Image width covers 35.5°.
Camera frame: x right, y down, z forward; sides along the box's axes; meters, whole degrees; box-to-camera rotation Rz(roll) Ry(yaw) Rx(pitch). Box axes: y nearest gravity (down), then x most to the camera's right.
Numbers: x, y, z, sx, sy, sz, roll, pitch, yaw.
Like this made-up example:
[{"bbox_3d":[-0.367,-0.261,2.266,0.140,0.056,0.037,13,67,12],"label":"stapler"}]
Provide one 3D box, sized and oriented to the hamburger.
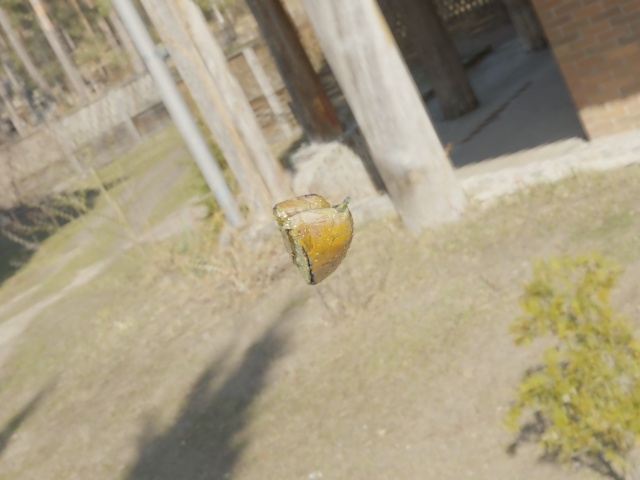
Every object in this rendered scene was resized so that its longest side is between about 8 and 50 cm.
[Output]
[{"bbox_3d":[0.005,-0.004,1.299,0.102,0.087,0.176,-23,-28,-4],"label":"hamburger"}]
